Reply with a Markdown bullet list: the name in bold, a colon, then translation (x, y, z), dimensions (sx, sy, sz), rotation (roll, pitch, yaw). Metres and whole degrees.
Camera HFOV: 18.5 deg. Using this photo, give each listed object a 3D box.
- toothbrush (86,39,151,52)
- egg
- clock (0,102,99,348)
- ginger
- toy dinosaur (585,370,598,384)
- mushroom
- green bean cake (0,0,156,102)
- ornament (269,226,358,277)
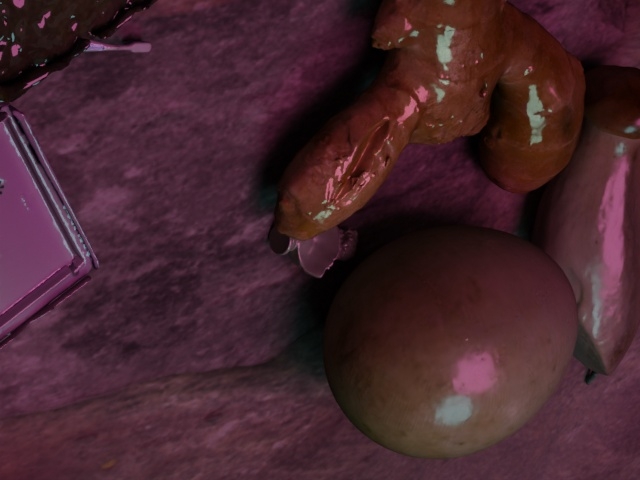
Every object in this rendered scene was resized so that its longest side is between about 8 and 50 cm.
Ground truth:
- **toothbrush**: translation (-0.204, -0.157, 1.577), dimensions (0.162, 0.017, 0.014), rotation (-4, 112, -41)
- **egg**: translation (0.136, 0.091, 1.895), dimensions (0.295, 0.218, 0.218), rotation (-18, 127, -42)
- **clock**: translation (-0.276, -0.014, 1.560), dimensions (0.144, 0.073, 0.193), rotation (-38, 136, -18)
- **ginger**: translation (0.135, -0.174, 1.802), dimensions (0.363, 0.122, 0.348), rotation (-5, 125, -32)
- **toy dinosaur**: translation (0.366, 0.003, 2.143), dimensions (0.129, 0.076, 0.383), rotation (-4, 116, -4)
- **mushroom**: translation (0.288, -0.014, 2.036), dimensions (0.128, 0.128, 0.350), rotation (-15, 125, -35)
- **green bean cake**: translation (-0.218, -0.261, 1.417), dimensions (0.241, 0.132, 0.255), rotation (-37, 133, -19)
- **ornament**: translation (-0.003, 0.001, 1.843), dimensions (0.092, 0.041, 0.068), rotation (37, 66, -37)
